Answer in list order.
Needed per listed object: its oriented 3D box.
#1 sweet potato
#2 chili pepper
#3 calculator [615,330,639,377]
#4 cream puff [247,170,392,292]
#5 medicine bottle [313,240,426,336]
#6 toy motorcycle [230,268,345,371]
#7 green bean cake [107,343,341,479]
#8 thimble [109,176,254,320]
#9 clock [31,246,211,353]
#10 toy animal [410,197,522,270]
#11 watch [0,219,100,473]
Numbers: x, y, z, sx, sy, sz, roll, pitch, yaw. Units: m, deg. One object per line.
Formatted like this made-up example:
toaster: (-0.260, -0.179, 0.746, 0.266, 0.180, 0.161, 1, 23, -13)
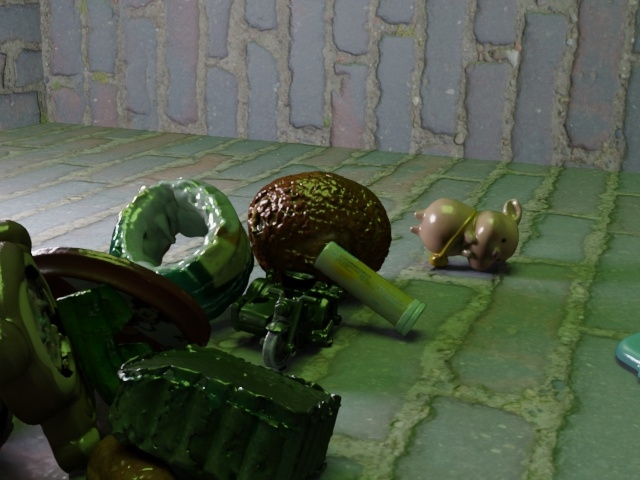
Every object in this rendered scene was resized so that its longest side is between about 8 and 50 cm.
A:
sweet potato: (-0.196, 0.311, 0.969, 0.097, 0.097, 0.251, -11, 24, -35)
chili pepper: (-0.283, 0.173, 1.174, 0.083, 0.253, 0.099, -9, 26, 38)
calculator: (0.706, 0.196, 1.464, 0.386, 0.055, 0.256, -10, 20, -22)
cream puff: (0.000, 0.000, 1.736, 0.302, 0.303, 0.212, -1, 50, -6)
medicine bottle: (0.092, 0.088, 1.578, 0.218, 0.074, 0.074, 36, 26, 10)
toy motorcycle: (-0.072, 0.126, 1.523, 0.205, 0.127, 0.275, 13, 17, 25)
green bean cake: (-0.117, 0.222, 1.067, 0.254, 0.132, 0.241, 17, 3, 12)
thimble: (-0.268, 0.017, 1.609, 0.254, 0.167, 0.288, -30, 50, -8)
clock: (-0.324, 0.106, 1.315, 0.318, 0.318, 0.080, 6, 54, 16)
toy animal: (0.333, -0.015, 1.940, 0.247, 0.165, 0.149, 11, 45, -1)
watch: (-0.494, 0.178, 1.079, 0.326, 0.335, 0.314, -21, 36, -6)
